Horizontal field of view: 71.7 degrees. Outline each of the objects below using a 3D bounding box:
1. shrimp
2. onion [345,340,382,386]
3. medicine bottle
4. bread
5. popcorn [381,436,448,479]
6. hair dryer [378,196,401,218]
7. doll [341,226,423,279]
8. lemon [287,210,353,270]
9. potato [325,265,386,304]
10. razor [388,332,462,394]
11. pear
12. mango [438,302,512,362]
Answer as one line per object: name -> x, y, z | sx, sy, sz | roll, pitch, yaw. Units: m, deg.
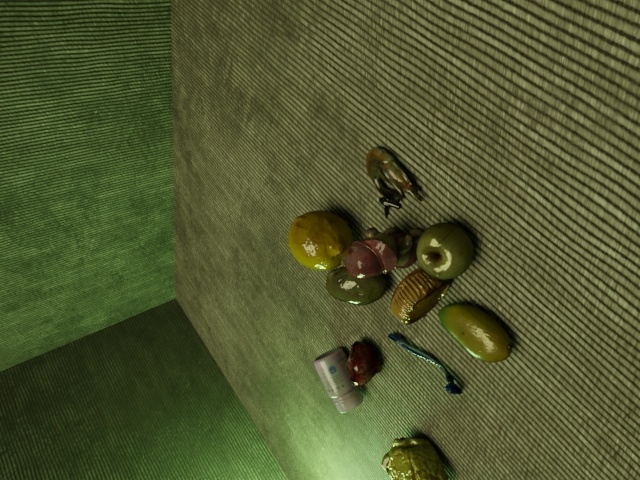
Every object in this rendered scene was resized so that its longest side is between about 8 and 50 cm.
shrimp -> 0.218, -0.185, 1.410 | 0.254, 0.059, 0.145 | 54, 147, 19
onion -> 0.179, 0.503, 1.812 | 0.184, 0.147, 0.184 | -175, 90, -85
medicine bottle -> 0.084, 0.624, 1.987 | 0.152, 0.152, 0.254 | -34, 80, 56
bread -> 0.303, 0.166, 1.381 | 0.104, 0.199, 0.199 | 48, 142, 28
popcorn -> 0.367, 0.879, 1.736 | 0.286, 0.173, 0.225 | 29, 117, 57
hair dryer -> 0.231, -0.103, 1.477 | 0.079, 0.031, 0.083 | 29, 145, 32
doll -> 0.194, 0.032, 1.392 | 0.152, 0.256, 0.196 | 62, 146, 17
lemon -> 0.000, 0.000, 1.667 | 0.288, 0.233, 0.233 | 15, 121, 54
potato -> 0.128, 0.160, 1.625 | 0.235, 0.160, 0.178 | -2, 126, 26
razor -> 0.365, 0.418, 1.572 | 0.324, 0.093, 0.056 | 38, 97, 42
pear -> 0.357, 0.029, 1.274 | 0.167, 0.136, 0.167 | 26, 126, 42
mango -> 0.455, 0.263, 1.314 | 0.237, 0.091, 0.137 | 43, 134, 32
